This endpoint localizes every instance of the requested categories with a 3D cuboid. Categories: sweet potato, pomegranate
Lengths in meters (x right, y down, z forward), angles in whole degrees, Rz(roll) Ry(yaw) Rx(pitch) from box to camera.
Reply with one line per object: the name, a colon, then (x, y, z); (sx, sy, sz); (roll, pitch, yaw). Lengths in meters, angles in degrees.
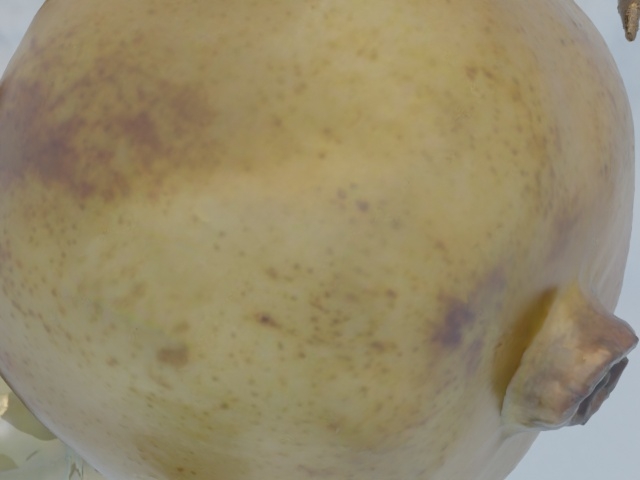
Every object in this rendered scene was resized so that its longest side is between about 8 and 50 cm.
sweet potato: (0.332, -0.303, 1.668); (0.068, 0.226, 0.068); (0, 153, 0)
pomegranate: (0.000, 0.000, 0.924); (0.417, 0.416, 0.416); (-4, 129, -5)

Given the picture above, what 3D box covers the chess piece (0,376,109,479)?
chess piece: (-0.131, 0.118, 1.174); (0.300, 0.167, 0.167); (-11, 131, -19)
